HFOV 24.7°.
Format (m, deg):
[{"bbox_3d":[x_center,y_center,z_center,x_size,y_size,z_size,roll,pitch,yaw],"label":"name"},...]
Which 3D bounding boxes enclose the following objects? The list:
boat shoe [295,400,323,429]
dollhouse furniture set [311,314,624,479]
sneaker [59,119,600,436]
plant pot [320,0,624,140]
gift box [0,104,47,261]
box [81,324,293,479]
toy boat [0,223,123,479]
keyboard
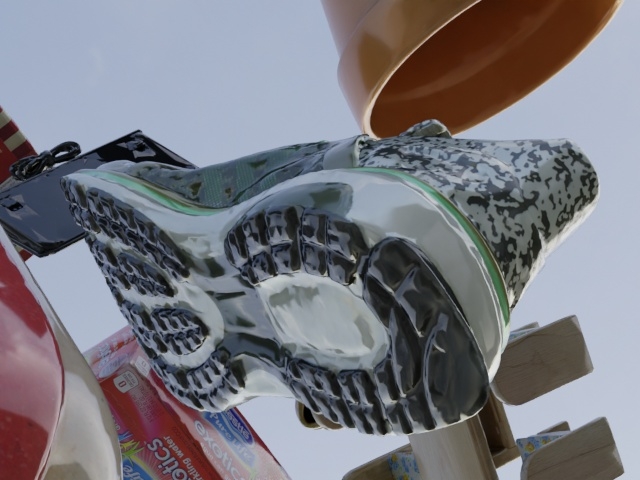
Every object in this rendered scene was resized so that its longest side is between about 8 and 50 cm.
[{"bbox_3d":[0.063,0.078,1.576,0.110,0.104,0.307,27,-67,11],"label":"boat shoe"},{"bbox_3d":[0.087,0.193,1.041,0.161,0.212,0.242,-18,-89,-37],"label":"dollhouse furniture set"},{"bbox_3d":[0.000,0.000,0.837,0.182,0.410,0.158,-32,-67,-29],"label":"sneaker"},{"bbox_3d":[0.116,-0.251,1.381,0.291,0.291,0.203,-29,-107,-5],"label":"plant pot"},{"bbox_3d":[-0.397,-0.048,1.377,0.255,0.258,0.276,-36,-61,-10],"label":"gift box"},{"bbox_3d":[-0.136,0.209,1.356,0.128,0.122,0.257,-31,-74,18],"label":"box"},{"bbox_3d":[-0.153,0.043,0.356,0.151,0.231,0.151,33,-83,-39],"label":"toy boat"},{"bbox_3d":[-0.186,-0.042,1.148,0.180,0.108,0.023,-31,-36,-46],"label":"keyboard"}]
